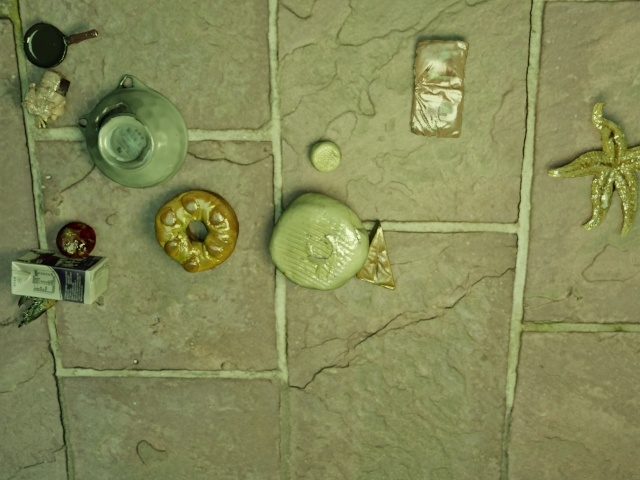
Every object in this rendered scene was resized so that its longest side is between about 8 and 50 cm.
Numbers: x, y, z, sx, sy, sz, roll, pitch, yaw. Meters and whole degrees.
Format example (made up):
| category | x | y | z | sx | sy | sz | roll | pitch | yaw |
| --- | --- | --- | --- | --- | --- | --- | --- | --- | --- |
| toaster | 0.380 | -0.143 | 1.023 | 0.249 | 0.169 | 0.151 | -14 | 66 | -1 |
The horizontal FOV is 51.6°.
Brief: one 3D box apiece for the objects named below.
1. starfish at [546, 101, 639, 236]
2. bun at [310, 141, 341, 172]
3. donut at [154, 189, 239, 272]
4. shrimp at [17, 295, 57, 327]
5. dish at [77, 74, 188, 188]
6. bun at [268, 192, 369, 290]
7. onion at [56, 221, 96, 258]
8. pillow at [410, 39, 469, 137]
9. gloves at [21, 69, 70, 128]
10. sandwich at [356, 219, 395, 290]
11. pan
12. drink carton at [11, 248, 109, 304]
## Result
| category | x | y | z | sx | sy | sz | roll | pitch | yaw |
| --- | --- | --- | --- | --- | --- | --- | --- | --- | --- |
| starfish | 0.771 | -0.186 | 1.716 | 0.327 | 0.094 | 0.375 | -26 | 110 | 19 |
| bun | 0.014 | -0.225 | 1.753 | 0.086 | 0.054 | 0.086 | -1 | 119 | -2 |
| donut | -0.328 | -0.029 | 1.784 | 0.227 | 0.114 | 0.226 | 0 | 104 | 2 |
| shrimp | -0.823 | 0.183 | 1.894 | 0.161 | 0.034 | 0.091 | -43 | 115 | 10 |
| dish | -0.493 | -0.263 | 1.724 | 0.304 | 0.120 | 0.302 | 0 | 106 | 1 |
| bun | 0.002 | 0.005 | 1.758 | 0.273 | 0.168 | 0.272 | 4 | 105 | 16 |
| onion | -0.671 | 0.002 | 1.819 | 0.107 | 0.097 | 0.107 | 3 | 67 | -7 |
| pillow | 0.304 | -0.388 | 1.703 | 0.135 | 0.049 | 0.248 | 1 | 109 | 2 |
| gloves | -0.712 | -0.372 | 1.714 | 0.094 | 0.110 | 0.144 | 32 | 75 | 1 |
| sandwich | 0.176 | 0.040 | 1.806 | 0.114 | 0.079 | 0.163 | 20 | 103 | -6 |
| pan | -0.663 | -0.512 | 1.701 | 0.212 | 0.040 | 0.114 | -10 | 104 | 12 |
| drink carton | -0.714 | 0.097 | 1.820 | 0.223 | 0.134 | 0.101 | 7 | 107 | 0 |
